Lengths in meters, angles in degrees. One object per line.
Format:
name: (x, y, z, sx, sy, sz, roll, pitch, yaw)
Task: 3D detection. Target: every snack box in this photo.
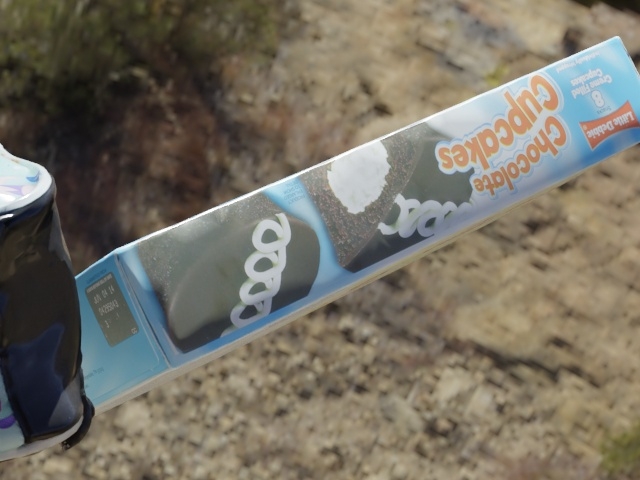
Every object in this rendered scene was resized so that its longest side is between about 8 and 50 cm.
snack box: (0.000, 0.000, 0.861, 0.322, 0.187, 0.060, -25, 87, -36)

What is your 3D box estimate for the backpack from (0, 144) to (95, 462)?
backpack: (-0.231, 0.011, 0.625, 0.254, 0.191, 0.225, -16, 18, -19)
